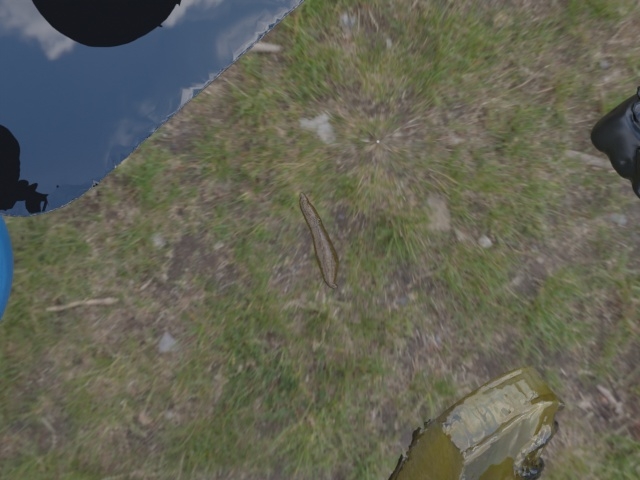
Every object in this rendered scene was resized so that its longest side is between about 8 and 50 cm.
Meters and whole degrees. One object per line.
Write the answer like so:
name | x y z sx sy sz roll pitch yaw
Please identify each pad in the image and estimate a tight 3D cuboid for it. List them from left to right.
pad | -0.078 -0.141 0.415 0.181 0.004 0.267 40 74 19

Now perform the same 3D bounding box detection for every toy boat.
toy boat | 0.109 0.224 0.761 0.121 0.089 0.321 -2 128 -26

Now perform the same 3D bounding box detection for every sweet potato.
sweet potato | 0.000 0.000 1.105 0.026 0.026 0.115 -21 81 5

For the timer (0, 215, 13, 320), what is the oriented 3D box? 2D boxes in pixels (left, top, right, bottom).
timer | -0.413 0.053 0.715 0.340 0.115 0.309 21 91 -43

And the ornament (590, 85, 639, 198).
ornament | 0.334 -0.094 0.709 0.106 0.260 0.251 -30 65 -20
